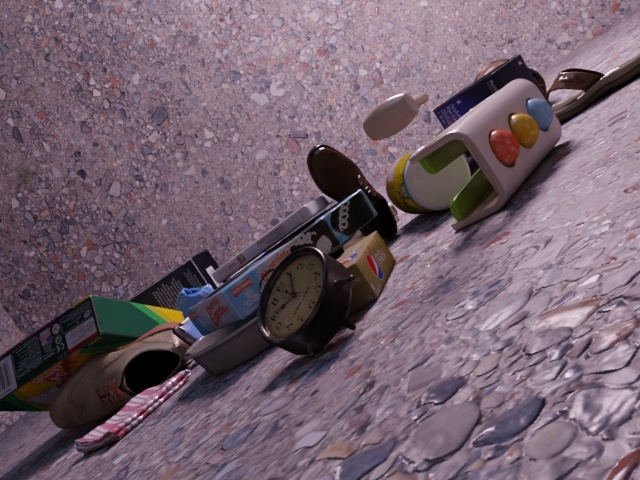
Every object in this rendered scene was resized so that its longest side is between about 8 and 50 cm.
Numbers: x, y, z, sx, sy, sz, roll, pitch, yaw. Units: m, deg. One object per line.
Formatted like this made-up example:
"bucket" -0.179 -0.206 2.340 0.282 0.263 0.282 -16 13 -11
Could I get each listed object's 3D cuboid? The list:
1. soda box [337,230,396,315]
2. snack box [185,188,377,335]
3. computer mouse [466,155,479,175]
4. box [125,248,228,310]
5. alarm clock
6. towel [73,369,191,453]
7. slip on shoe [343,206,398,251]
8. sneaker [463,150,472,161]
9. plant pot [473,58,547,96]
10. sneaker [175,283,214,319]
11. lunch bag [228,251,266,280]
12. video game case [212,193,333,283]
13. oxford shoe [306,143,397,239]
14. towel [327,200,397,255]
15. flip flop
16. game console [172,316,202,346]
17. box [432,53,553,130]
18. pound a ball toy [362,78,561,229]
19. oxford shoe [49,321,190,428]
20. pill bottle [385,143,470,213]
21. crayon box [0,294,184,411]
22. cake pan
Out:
"soda box" 0.057 0.044 1.032 0.061 0.058 0.181 -33 5 19
"snack box" -0.066 0.039 1.245 0.322 0.060 0.187 -37 4 -32
"computer mouse" 0.283 -0.143 1.494 0.242 0.041 0.071 -32 6 31
"box" -0.426 0.188 2.135 0.294 0.183 0.296 -33 3 3
"alarm clock" -0.028 0.072 0.924 0.192 0.064 0.129 24 84 54
"towel" -0.328 0.297 1.284 0.144 0.029 0.197 -29 7 40
"slip on shoe" 0.100 -0.024 1.538 0.135 0.041 0.051 -34 5 5
"sneaker" 0.292 -0.177 1.573 0.237 0.085 0.086 -24 -17 30
"plant pot" 0.482 -0.373 1.836 0.167 0.167 0.165 -33 12 6
"sneaker" -0.347 0.194 1.874 0.240 0.126 0.091 -33 5 10
"lunch bag" -0.176 0.092 1.938 0.129 0.096 0.151 -34 -5 -3
"video game case" -0.080 -0.010 1.320 0.206 0.026 0.227 -36 2 14
"oxford shoe" 0.068 -0.089 1.329 0.083 0.227 0.096 -49 20 -7
"towel" 0.000 0.000 1.719 0.370 0.040 0.271 -30 10 2
"flip flop" 0.493 -0.296 1.361 0.277 0.080 0.112 -32 5 27
"game console" -0.197 0.159 1.445 0.124 0.085 0.144 -30 6 42
"box" 0.374 -0.281 1.582 0.108 0.153 0.207 -37 5 -32
"pound a ball toy" 0.228 -0.165 1.064 0.135 0.208 0.319 -30 5 42
"oxford shoe" -0.418 0.286 1.485 0.348 0.123 0.130 -35 10 5
"pill bottle" 0.185 -0.107 1.331 0.117 0.117 0.208 -35 5 -8
"crayon box" -0.533 0.274 1.680 0.363 0.106 0.313 -32 -26 18
"cake pan" -0.096 0.131 1.229 0.293 0.054 0.293 -34 4 3
